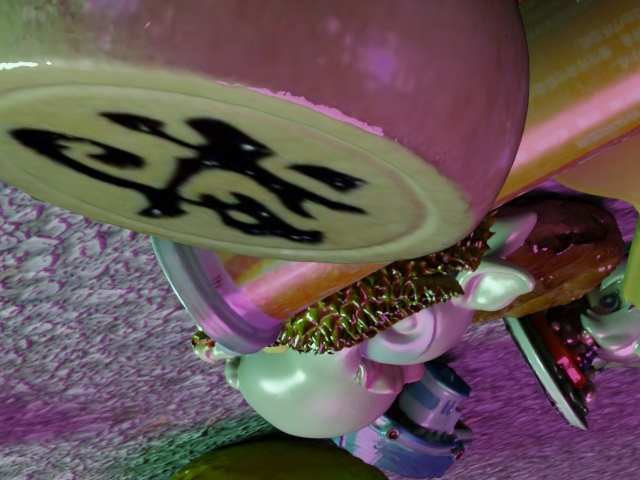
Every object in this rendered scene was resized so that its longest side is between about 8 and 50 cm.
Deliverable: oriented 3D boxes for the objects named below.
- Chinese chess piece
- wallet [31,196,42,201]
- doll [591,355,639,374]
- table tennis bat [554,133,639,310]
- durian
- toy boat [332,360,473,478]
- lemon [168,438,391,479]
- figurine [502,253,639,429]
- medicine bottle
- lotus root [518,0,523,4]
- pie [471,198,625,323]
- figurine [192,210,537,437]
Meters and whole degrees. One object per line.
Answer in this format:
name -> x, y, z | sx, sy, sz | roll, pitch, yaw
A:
Chinese chess piece -> -0.040, -0.073, 0.785 | 0.257, 0.104, 0.257 | 11, 163, 3
wallet -> -0.082, -0.056, 1.021 | 0.152, 0.039, 0.118 | -4, 153, -26
doll -> 0.283, 0.107, 1.733 | 0.125, 0.027, 0.037 | 5, 147, -41
table tennis bat -> 0.214, -0.056, 1.099 | 0.198, 0.050, 0.321 | -9, 144, -1
durian -> 0.000, 0.000, 1.103 | 0.208, 0.146, 0.102 | -34, 121, 20
toy boat -> 0.077, 0.144, 1.651 | 0.102, 0.088, 0.215 | -56, 147, 11
lemon -> -0.033, 0.312, 1.760 | 0.310, 0.258, 0.258 | -8, 160, -9
figurine -> 0.237, 0.064, 1.482 | 0.153, 0.132, 0.132 | -31, 158, 8
medicine bottle -> 0.112, -0.080, 0.927 | 0.426, 0.108, 0.108 | -28, 157, 21
lotus root -> 0.081, -0.158, 0.769 | 0.110, 0.097, 0.258 | 12, 162, -21
pie -> 0.131, 0.018, 1.360 | 0.195, 0.046, 0.195 | -11, 162, -4
figurine -> 0.029, 0.035, 1.226 | 0.155, 0.127, 0.235 | 31, 141, -12
